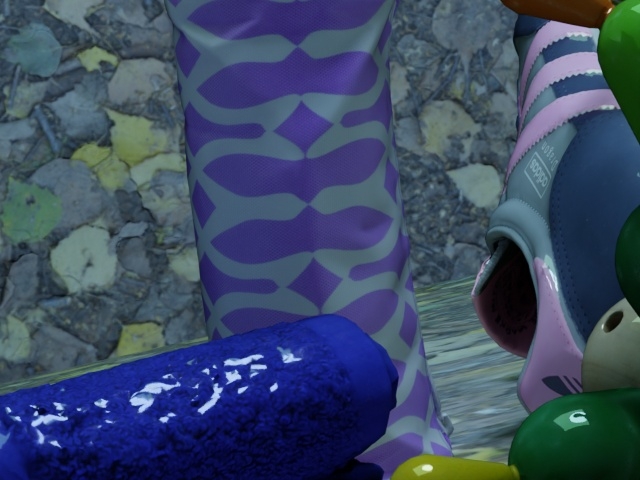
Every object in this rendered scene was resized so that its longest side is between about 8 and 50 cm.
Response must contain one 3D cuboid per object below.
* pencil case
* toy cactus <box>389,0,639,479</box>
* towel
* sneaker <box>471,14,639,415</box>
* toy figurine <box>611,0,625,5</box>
[{"bbox_3d":[0.000,0.000,0.683,0.088,0.206,0.086,-10,13,-10],"label":"pencil case"},{"bbox_3d":[0.083,0.018,0.512,0.112,0.219,0.180,16,-26,15],"label":"toy cactus"},{"bbox_3d":[-0.151,0.102,0.530,0.308,0.076,0.228,-13,-6,-32],"label":"towel"},{"bbox_3d":[0.107,-0.023,0.838,0.131,0.112,0.319,-45,14,12],"label":"sneaker"},{"bbox_3d":[0.252,-0.152,0.751,0.362,0.217,0.191,24,-4,-35],"label":"toy figurine"}]
